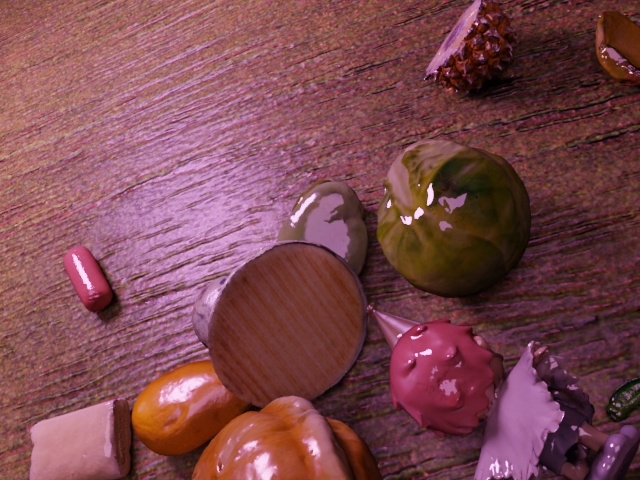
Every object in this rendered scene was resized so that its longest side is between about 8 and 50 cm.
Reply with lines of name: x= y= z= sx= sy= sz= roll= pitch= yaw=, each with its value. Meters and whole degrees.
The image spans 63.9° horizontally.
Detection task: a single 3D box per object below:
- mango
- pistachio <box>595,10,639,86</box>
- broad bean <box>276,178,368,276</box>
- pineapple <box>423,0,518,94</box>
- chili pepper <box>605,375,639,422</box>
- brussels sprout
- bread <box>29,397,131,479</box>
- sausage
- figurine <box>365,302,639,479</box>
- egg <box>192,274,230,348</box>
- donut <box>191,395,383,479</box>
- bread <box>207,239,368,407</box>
mango: x=-0.202 y=0.269 z=0.838 sx=0.227 sy=0.109 sz=0.147 roll=-18 pitch=38 yaw=12
pistachio: x=0.515 y=-0.322 z=0.884 sx=0.089 sy=0.049 sz=0.173 roll=-5 pitch=61 yaw=-8
broad bean: x=0.000 y=0.000 z=0.894 sx=0.169 sy=0.100 sz=0.228 roll=-6 pitch=68 yaw=18
pineapple: x=0.298 y=-0.338 z=0.936 sx=0.137 sy=0.161 sz=0.176 roll=32 pitch=73 yaw=-10
chili pepper: x=0.436 y=0.208 z=0.683 sx=0.118 sy=0.035 sz=0.055 roll=-9 pitch=76 yaw=5
brussels sprout: x=0.195 y=-0.048 z=0.787 sx=0.219 sy=0.210 sz=0.271 roll=-46 pitch=46 yaw=21
bread: x=-0.420 y=0.360 z=0.899 sx=0.178 sy=0.060 sz=0.139 roll=-20 pitch=62 yaw=10
sausage: x=-0.476 y=0.075 z=1.047 sx=0.062 sy=0.062 sz=0.154 roll=-40 pitch=61 yaw=-1
figurine: x=0.206 y=0.203 z=0.701 sx=0.387 sy=0.166 sz=0.207 roll=25 pitch=106 yaw=41
egg: x=-0.123 y=0.127 z=0.853 sx=0.181 sy=0.141 sz=0.141 roll=2 pitch=67 yaw=8
donut: x=-0.055 y=0.403 z=0.566 sx=0.198 sy=0.449 sz=0.449 roll=11 pitch=63 yaw=-22
bread: x=-0.046 y=0.128 z=0.788 sx=0.267 sy=0.267 sz=0.040 roll=-57 pitch=25 yaw=-11
